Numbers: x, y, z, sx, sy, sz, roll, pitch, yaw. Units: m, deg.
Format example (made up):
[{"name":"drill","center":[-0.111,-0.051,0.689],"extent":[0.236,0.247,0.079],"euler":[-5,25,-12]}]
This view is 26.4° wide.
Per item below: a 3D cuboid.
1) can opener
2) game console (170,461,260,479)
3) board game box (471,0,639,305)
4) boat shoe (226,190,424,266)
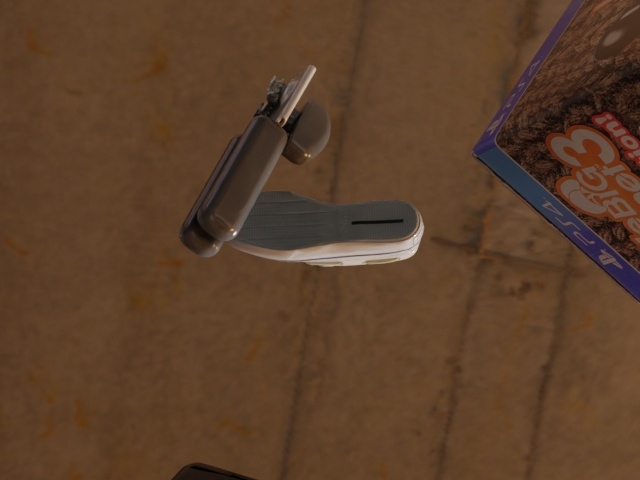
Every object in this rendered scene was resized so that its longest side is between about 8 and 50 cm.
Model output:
[{"name":"can opener","center":[-0.056,-0.084,1.411],"extent":[0.093,0.280,0.074],"euler":[40,-45,-9]},{"name":"game console","center":[0.032,0.264,1.033],"extent":[0.361,0.213,0.044],"euler":[15,-76,8]},{"name":"board game box","center":[0.251,-0.118,0.691],"extent":[0.141,0.291,0.232],"euler":[40,-115,-11]},{"name":"boat shoe","center":[0.000,0.000,1.507],"extent":[0.226,0.076,0.083],"euler":[5,-121,7]}]
